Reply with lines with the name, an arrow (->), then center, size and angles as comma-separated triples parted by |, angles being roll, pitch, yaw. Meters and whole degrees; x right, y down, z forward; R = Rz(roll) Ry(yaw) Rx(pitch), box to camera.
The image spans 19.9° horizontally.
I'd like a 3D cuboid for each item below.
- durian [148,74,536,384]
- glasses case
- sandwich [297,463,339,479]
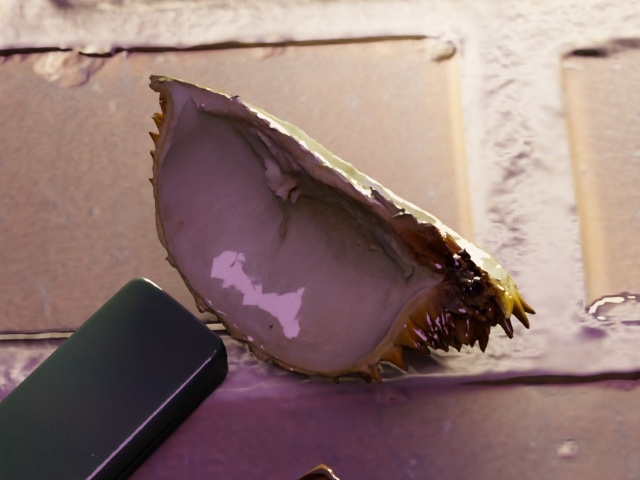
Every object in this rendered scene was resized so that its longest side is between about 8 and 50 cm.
durian -> 0.000, 0.000, 1.054 | 0.252, 0.139, 0.144 | 40, 75, 20
glasses case -> -0.140, 0.108, 1.055 | 0.078, 0.039, 0.184 | 38, 70, 20
sandwich -> -0.049, 0.224, 0.935 | 0.187, 0.144, 0.117 | -28, 63, -13
